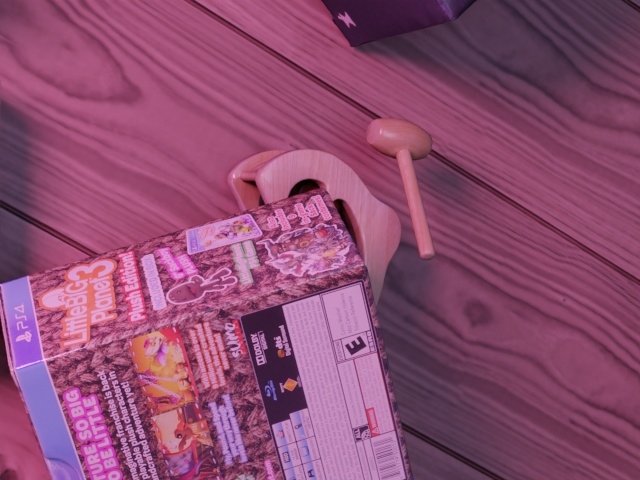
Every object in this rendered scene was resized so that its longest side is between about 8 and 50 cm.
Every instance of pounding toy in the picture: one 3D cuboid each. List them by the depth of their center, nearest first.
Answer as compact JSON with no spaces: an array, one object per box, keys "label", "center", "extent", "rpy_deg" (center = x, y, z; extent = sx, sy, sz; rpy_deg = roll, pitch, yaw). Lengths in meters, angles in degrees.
[{"label":"pounding toy","center":[0.000,0.000,1.630],"extent":[0.154,0.155,0.270],"rpy_deg":[22,82,-25]}]

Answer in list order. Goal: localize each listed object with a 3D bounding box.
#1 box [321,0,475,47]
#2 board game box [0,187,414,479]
[{"label":"box","center":[0.120,-0.420,1.663],"extent":[0.395,0.212,0.293],"rpy_deg":[-44,107,-18]},{"label":"board game box","center":[-0.094,0.122,1.509],"extent":[0.291,0.141,0.232],"rpy_deg":[-16,120,-6]}]
